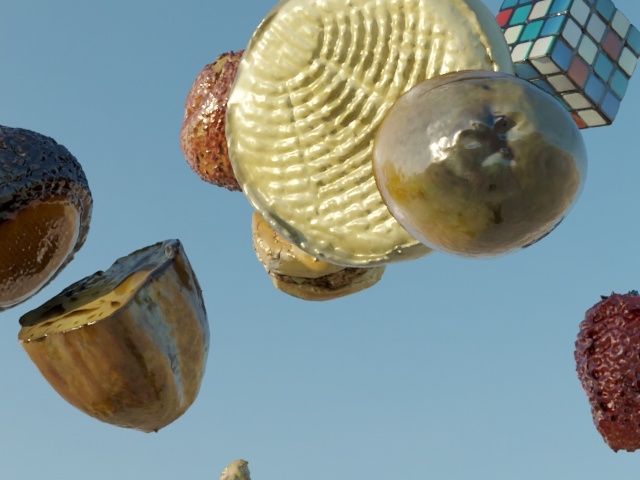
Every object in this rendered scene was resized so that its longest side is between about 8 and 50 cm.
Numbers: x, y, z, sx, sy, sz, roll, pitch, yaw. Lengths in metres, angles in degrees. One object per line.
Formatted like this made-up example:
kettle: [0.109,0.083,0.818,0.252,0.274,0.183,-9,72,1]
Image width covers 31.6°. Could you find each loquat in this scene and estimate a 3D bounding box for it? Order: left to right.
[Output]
loquat: [0.144,-0.069,1.028,0.179,0.179,0.227,14,-2,-25]

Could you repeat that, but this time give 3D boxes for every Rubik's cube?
Rubik's cube: [0.330,-0.256,1.573,0.154,0.151,0.155,37,-21,-29]

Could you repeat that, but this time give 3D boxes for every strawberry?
strawberry: [0.484,0.184,1.794,0.188,0.286,0.106,-10,-36,34]

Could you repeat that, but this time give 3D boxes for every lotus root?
lotus root: [-0.209,0.116,1.283,0.188,0.199,0.180,-14,-65,39]

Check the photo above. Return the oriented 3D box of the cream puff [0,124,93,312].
cream puff: [-0.384,-0.026,1.310,0.165,0.239,0.239,39,-20,20]

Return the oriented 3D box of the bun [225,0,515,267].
bun: [0.073,-0.148,1.359,0.364,0.364,0.202,-15,-7,26]

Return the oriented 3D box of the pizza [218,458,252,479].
pizza: [-0.021,0.360,1.177,0.161,0.305,0.086,-8,19,47]

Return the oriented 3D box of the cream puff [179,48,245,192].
cream puff: [-0.138,-0.199,1.812,0.164,0.240,0.240,28,-35,-13]

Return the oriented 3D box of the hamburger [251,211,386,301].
hamburger: [0.002,0.000,1.707,0.214,0.213,0.108,-5,-52,10]
